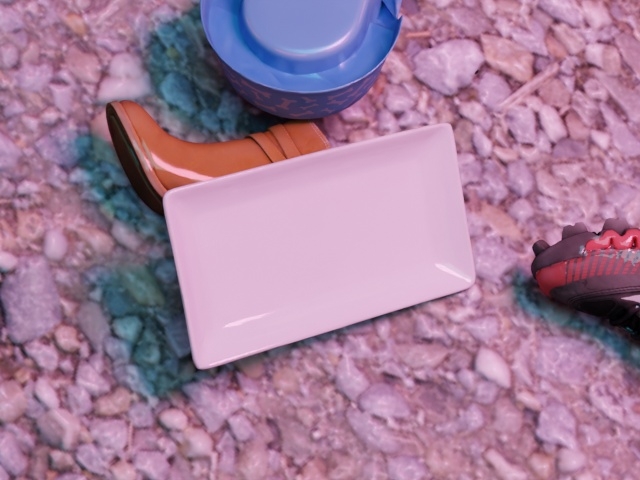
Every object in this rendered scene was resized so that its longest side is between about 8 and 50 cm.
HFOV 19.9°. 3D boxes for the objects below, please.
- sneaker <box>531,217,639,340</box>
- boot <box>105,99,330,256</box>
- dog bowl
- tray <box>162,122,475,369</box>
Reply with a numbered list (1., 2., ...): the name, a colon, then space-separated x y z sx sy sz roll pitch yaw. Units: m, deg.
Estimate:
1. sneaker: 0.307 0.063 1.517 0.276 0.097 0.135 11 70 -7
2. boot: -0.072 -0.065 1.510 0.152 0.073 0.197 -37 95 -16
3. dog bowl: 0.000 -0.231 1.542 0.166 0.074 0.297 13 62 5
4. tray: 0.000 0.000 1.478 0.270 0.030 0.145 -15 101 -28
